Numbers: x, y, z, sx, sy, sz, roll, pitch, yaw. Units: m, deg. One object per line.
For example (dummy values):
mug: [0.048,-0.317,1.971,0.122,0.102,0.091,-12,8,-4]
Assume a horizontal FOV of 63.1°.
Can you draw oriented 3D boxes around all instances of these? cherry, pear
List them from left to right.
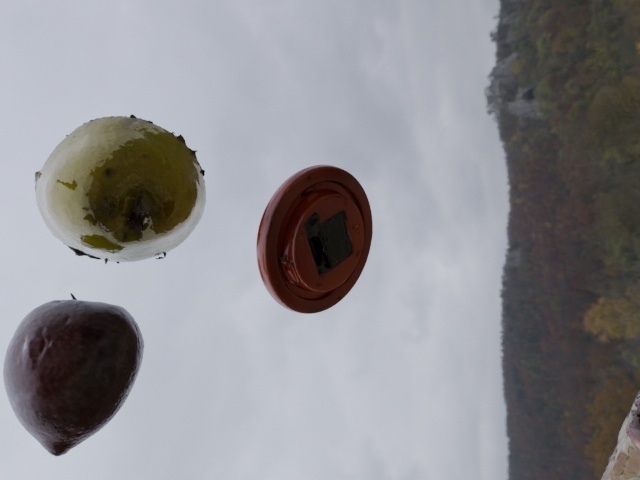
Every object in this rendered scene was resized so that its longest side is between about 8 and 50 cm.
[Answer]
cherry: [-0.443,0.227,0.941,0.203,0.230,0.300,112,158,-55]
pear: [-0.303,-0.065,0.780,0.178,0.266,0.267,-136,33,-73]

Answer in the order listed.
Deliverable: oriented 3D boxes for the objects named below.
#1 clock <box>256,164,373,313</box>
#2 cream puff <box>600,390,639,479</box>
clock: [0.000,0.000,0.709,0.205,0.051,0.205,-16,-68,-42]
cream puff: [0.233,0.154,0.265,0.240,0.163,0.240,15,-90,-73]
